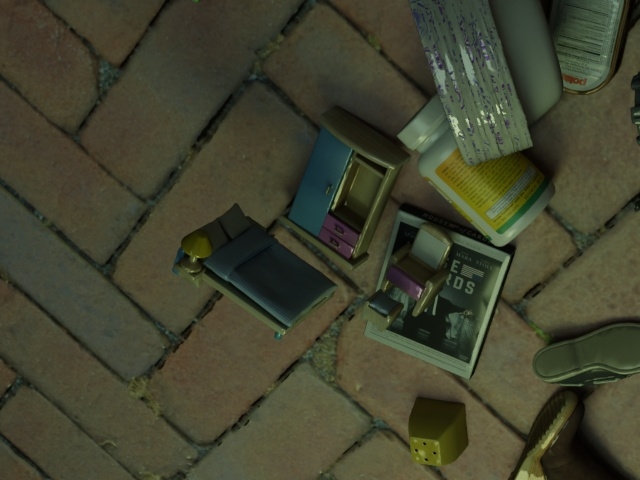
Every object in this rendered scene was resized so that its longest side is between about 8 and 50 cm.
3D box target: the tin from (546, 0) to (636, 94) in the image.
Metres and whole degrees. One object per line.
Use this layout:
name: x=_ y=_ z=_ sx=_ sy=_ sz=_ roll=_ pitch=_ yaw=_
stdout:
tin: x=0.337 y=-0.274 z=1.845 sx=0.106 sy=0.040 sz=0.190 roll=20 pitch=125 yaw=20

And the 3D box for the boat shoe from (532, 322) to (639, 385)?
boat shoe: x=0.409 y=0.167 z=2.066 sx=0.206 sy=0.075 sz=0.065 roll=-13 pitch=154 yaw=26

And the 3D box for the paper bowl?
paper bowl: x=0.204 y=-0.245 z=1.779 sx=0.148 sy=0.284 sz=0.284 roll=-18 pitch=111 yaw=7

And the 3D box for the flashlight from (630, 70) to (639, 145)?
flashlight: x=0.538 y=-0.171 z=1.769 sx=0.304 sy=0.103 sz=0.103 roll=-1 pitch=161 yaw=24

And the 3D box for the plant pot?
plant pot: x=0.175 y=0.303 z=2.233 sx=0.081 sy=0.083 sz=0.081 roll=5 pitch=121 yaw=24

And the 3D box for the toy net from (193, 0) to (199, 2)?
toy net: x=-0.193 y=-0.442 z=2.002 sx=0.122 sy=0.045 sz=0.232 roll=26 pitch=126 yaw=11

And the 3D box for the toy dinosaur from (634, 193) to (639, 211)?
toy dinosaur: x=0.484 y=-0.051 z=1.890 sx=0.118 sy=0.064 sz=0.268 roll=26 pitch=124 yaw=3

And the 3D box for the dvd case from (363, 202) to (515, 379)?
dvd case: x=0.172 y=0.077 z=2.136 sx=0.179 sy=0.029 sz=0.239 roll=22 pitch=126 yaw=13

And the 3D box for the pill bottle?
pill bottle: x=0.207 y=-0.102 z=1.959 sx=0.208 sy=0.117 sz=0.117 roll=43 pitch=127 yaw=-2

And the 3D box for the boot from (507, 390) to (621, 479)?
boot: x=0.404 y=0.345 z=2.163 sx=0.207 sy=0.090 sz=0.248 roll=20 pitch=125 yaw=0

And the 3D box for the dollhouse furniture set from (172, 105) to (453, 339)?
dollhouse furniture set: x=0.000 y=0.000 z=1.980 sx=0.286 sy=0.303 sz=0.198 roll=35 pitch=129 yaw=18
